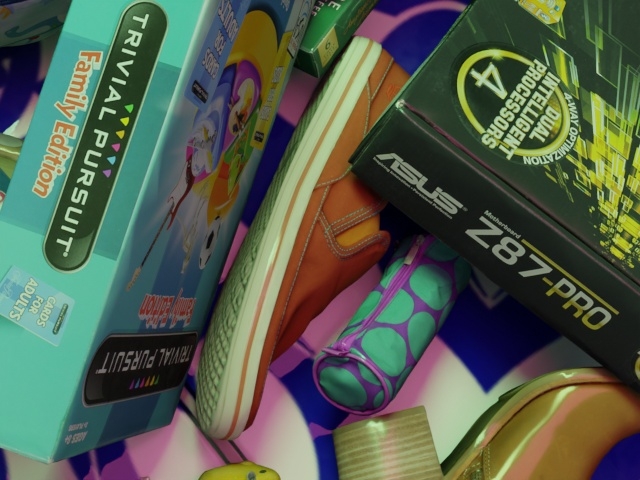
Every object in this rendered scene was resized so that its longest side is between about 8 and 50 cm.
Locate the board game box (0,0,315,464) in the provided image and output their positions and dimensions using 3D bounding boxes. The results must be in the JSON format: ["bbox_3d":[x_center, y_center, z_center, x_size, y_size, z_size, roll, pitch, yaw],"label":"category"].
[{"bbox_3d":[-0.105,-0.043,0.799,0.079,0.254,0.336,18,89,9],"label":"board game box"}]

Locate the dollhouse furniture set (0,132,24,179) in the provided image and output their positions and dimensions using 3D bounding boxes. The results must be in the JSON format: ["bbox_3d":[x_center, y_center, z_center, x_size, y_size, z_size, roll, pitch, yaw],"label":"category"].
[{"bbox_3d":[-0.186,-0.118,0.907,0.123,0.144,0.151,18,109,-8],"label":"dollhouse furniture set"}]

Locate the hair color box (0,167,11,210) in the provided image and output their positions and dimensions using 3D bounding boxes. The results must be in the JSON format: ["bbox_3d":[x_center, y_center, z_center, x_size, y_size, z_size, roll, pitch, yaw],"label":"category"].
[{"bbox_3d":[-0.346,-0.062,0.828,0.347,0.174,0.105,48,43,2],"label":"hair color box"}]

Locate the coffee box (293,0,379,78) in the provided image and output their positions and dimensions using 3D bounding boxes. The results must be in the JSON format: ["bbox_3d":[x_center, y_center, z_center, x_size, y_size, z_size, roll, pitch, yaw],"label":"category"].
[{"bbox_3d":[-0.046,-0.208,0.981,0.184,0.040,0.113,27,69,21],"label":"coffee box"}]

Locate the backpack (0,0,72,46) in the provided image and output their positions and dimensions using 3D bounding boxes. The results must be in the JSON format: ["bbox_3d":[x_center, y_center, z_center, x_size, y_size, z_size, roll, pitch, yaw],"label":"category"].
[{"bbox_3d":[-0.265,-0.311,0.899,0.290,0.273,0.356,-21,62,-18],"label":"backpack"}]

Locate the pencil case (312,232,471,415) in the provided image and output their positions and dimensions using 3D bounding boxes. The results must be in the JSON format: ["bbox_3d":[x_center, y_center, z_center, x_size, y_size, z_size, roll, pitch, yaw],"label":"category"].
[{"bbox_3d":[0.054,0.058,0.940,0.152,0.064,0.070,-53,136,-39],"label":"pencil case"}]

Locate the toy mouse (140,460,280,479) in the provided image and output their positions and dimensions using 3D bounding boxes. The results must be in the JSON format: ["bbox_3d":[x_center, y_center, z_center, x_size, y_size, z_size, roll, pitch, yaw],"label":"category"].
[{"bbox_3d":[-0.043,0.227,0.890,0.161,0.031,0.143,-10,85,8],"label":"toy mouse"}]

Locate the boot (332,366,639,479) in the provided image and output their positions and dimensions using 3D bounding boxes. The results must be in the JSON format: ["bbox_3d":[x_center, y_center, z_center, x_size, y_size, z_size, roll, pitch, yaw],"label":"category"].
[{"bbox_3d":[0.160,0.214,0.922,0.283,0.109,0.220,-12,77,-14],"label":"boot"}]

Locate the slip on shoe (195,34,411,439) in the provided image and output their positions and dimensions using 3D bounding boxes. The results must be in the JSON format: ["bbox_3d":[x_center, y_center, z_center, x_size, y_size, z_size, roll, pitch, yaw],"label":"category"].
[{"bbox_3d":[0.000,0.000,0.941,0.101,0.123,0.331,29,66,-9],"label":"slip on shoe"}]

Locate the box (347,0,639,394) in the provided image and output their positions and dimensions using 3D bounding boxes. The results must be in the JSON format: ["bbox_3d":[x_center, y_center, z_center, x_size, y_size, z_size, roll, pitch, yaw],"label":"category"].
[{"bbox_3d":[0.246,-0.097,0.978,0.318,0.097,0.395,40,52,-2],"label":"box"}]
